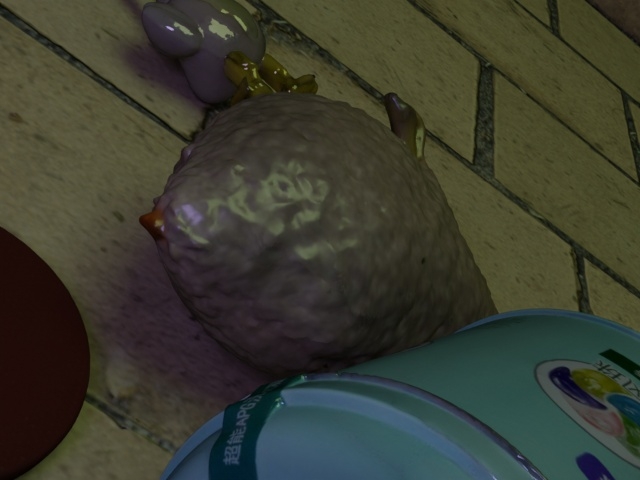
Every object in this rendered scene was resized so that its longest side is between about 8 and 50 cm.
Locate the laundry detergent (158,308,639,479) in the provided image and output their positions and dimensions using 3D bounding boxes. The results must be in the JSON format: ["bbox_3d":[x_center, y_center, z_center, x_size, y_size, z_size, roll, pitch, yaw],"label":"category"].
[{"bbox_3d":[0.069,0.198,0.592,0.305,0.287,0.287,-9,59,-54],"label":"laundry detergent"}]

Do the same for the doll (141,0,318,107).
[{"bbox_3d":[-0.154,-0.256,1.053,0.365,0.094,0.160,54,29,14],"label":"doll"}]

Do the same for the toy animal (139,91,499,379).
[{"bbox_3d":[-0.004,-0.002,0.826,0.358,0.188,0.226,21,44,-54],"label":"toy animal"}]

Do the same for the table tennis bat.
[{"bbox_3d":[-0.247,0.068,0.613,0.200,0.038,0.310,46,31,3],"label":"table tennis bat"}]
